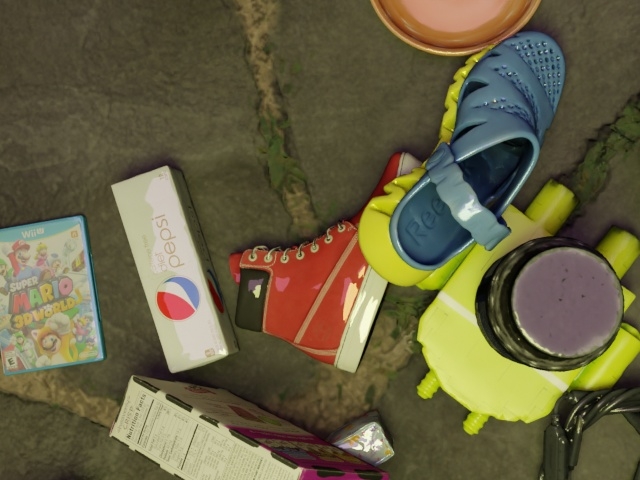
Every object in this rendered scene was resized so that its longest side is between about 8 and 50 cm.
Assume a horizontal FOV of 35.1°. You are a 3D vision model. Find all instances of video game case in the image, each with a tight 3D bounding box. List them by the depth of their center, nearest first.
[{"bbox_3d":[-0.314,0.063,1.153,0.119,0.015,0.166,-10,86,6],"label":"video game case"}]

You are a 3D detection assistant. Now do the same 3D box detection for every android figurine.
[{"bbox_3d":[0.213,0.078,1.077,0.248,0.056,0.273,35,91,6],"label":"android figurine"}]

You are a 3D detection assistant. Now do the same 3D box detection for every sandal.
[{"bbox_3d":[0.173,-0.087,1.009,0.126,0.138,0.317,41,66,-21],"label":"sandal"}]

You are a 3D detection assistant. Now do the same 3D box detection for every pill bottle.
[{"bbox_3d":[0.211,0.060,0.941,0.122,0.219,0.123,0,86,4],"label":"pill bottle"}]

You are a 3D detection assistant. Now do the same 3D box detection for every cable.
[{"bbox_3d":[0.303,0.236,1.058,0.150,0.047,0.184,-8,106,-12],"label":"cable"}]

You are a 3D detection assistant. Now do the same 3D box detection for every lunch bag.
[{"bbox_3d":[0.035,0.225,1.082,0.083,0.071,0.053,-28,89,3],"label":"lunch bag"}]

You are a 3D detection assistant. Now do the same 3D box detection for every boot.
[{"bbox_3d":[0.000,0.000,1.090,0.176,0.088,0.244,22,93,8],"label":"boot"}]

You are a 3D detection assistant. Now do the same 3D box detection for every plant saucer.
[{"bbox_3d":[0.148,-0.298,1.110,0.200,0.037,0.200,0,88,5],"label":"plant saucer"}]

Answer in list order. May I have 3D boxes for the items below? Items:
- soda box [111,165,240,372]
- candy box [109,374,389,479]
[{"bbox_3d":[-0.157,0.032,1.108,0.069,0.074,0.216,-19,86,5],"label":"soda box"},{"bbox_3d":[-0.072,0.213,1.004,0.233,0.159,0.071,21,89,37],"label":"candy box"}]
